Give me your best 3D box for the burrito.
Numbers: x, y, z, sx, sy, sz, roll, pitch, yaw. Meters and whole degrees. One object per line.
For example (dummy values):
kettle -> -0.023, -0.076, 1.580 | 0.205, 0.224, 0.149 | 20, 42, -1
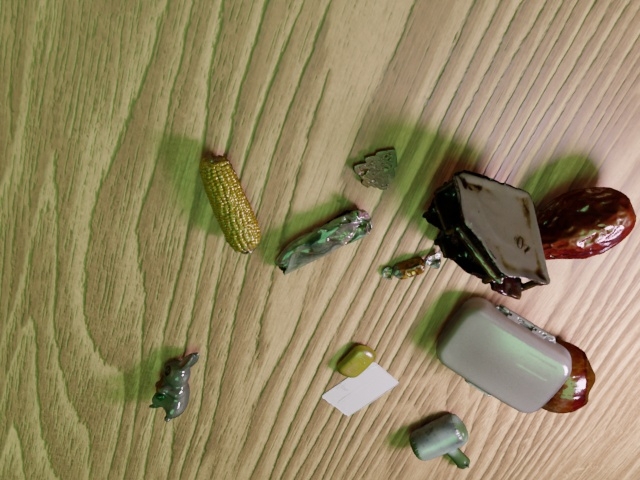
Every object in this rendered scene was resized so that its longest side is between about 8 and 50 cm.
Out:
burrito -> 0.001, 0.001, 1.743 | 0.309, 0.066, 0.096 | -29, 125, 15

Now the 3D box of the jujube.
jujube -> 0.714, -0.041, 1.748 | 0.290, 0.197, 0.197 | -23, 125, 25

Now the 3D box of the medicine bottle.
medicine bottle -> 0.561, 0.357, 1.948 | 0.375, 0.123, 0.282 | 31, 119, 4

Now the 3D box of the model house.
model house -> 0.405, 0.000, 1.698 | 0.317, 0.297, 0.282 | 12, 165, -21

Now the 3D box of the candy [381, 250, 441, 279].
candy -> 0.270, 0.081, 1.845 | 0.182, 0.046, 0.053 | -19, 122, 8

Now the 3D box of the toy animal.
toy animal -> -0.450, 0.437, 1.966 | 0.108, 0.138, 0.236 | 22, 98, 22

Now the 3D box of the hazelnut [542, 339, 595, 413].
hazelnut -> 0.773, 0.439, 2.046 | 0.218, 0.234, 0.218 | 0, 161, 0

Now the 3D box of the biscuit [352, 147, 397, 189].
biscuit -> 0.155, -0.193, 1.662 | 0.119, 0.019, 0.130 | 32, 115, -25

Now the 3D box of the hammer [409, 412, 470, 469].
hammer -> 0.472, 0.766, 2.303 | 0.206, 0.119, 0.335 | -29, 129, 13

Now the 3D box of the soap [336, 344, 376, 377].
soap -> 0.116, 0.392, 2.033 | 0.089, 0.045, 0.140 | 32, 114, -21

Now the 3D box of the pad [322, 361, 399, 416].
pad -> 0.135, 0.506, 2.136 | 0.232, 0.004, 0.156 | -38, 121, 17

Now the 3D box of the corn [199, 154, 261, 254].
corn -> -0.233, -0.096, 1.632 | 0.106, 0.106, 0.293 | -16, 121, 3
